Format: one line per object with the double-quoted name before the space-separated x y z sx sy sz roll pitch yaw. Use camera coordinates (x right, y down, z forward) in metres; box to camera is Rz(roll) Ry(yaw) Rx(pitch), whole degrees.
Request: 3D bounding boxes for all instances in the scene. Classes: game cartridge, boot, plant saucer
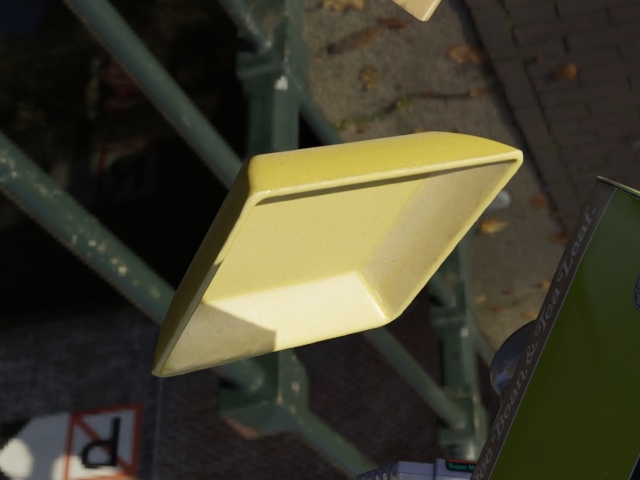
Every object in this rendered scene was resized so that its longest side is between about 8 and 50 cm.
"game cartridge" 0.253 0.380 1.862 0.355 0.068 0.230 7 158 -13
"boot" 0.316 0.188 1.731 0.222 0.118 0.338 -30 177 -41
"plant saucer" 0.000 0.000 1.278 0.332 0.081 0.333 -10 150 -33

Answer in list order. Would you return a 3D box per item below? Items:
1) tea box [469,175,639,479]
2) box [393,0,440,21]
"tea box" 0.249 0.170 0.727 0.220 0.323 0.329 18 101 -14
"box" 0.113 -0.389 1.445 0.164 0.021 0.201 39 114 12
